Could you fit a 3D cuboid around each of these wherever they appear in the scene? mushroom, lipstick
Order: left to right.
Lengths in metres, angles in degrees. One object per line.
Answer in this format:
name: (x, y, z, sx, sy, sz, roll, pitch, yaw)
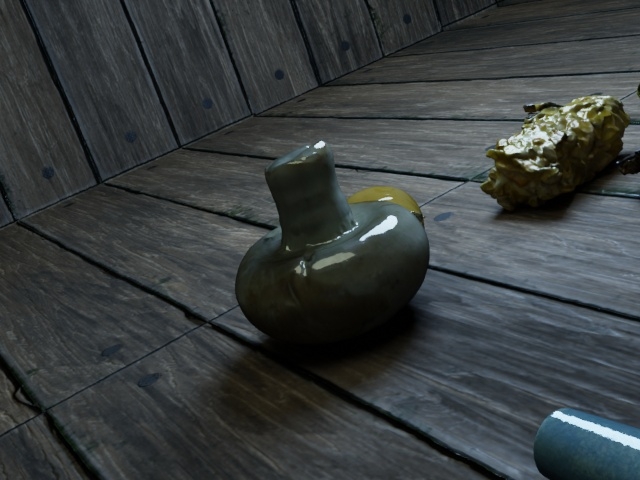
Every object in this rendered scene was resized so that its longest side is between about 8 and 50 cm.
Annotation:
mushroom: (0.000, 0.000, 1.098, 0.243, 0.244, 0.243, -18, 18, 6)
lipstick: (0.255, 0.173, 0.595, 0.068, 0.061, 0.274, -26, 19, -25)

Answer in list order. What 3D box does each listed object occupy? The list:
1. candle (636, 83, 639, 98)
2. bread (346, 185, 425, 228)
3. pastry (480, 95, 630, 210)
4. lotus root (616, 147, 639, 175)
candle: (0.584, -0.273, 1.558, 0.052, 0.052, 0.130, -4, 23, 40)
bread: (0.081, -0.023, 1.304, 0.134, 0.085, 0.173, -19, 18, 2)
pastry: (0.342, -0.135, 1.328, 0.154, 0.102, 0.250, 6, 33, 47)
lotus root: (0.550, -0.136, 1.174, 0.329, 0.078, 0.167, -21, -5, 2)
